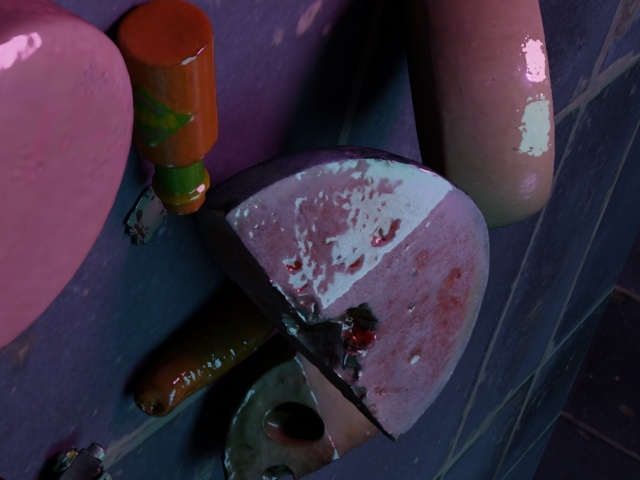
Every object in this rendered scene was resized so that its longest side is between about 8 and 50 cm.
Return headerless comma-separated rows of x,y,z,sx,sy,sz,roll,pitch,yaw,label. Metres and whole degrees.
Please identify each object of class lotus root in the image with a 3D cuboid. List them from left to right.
0.002,0.156,1.526,0.210,0.142,0.314,-28,179,26,lotus root

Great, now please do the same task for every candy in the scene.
-0.215,-0.032,0.800,0.255,0.094,0.255,-48,157,-28,candy

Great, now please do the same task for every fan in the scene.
-0.129,-0.034,1.127,0.083,0.004,0.056,-55,159,-15,fan

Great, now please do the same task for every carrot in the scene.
-0.103,0.101,1.297,0.186,0.060,0.060,-41,152,-36,carrot

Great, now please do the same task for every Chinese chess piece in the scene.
0.142,-0.144,1.285,0.273,0.102,0.273,172,-90,-89,Chinese chess piece

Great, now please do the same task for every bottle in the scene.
-0.106,-0.087,1.018,0.069,0.069,0.187,-48,156,-29,bottle

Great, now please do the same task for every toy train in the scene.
-0.225,0.228,1.197,0.122,0.050,0.081,-51,168,-22,toy train

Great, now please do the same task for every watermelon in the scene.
0.023,0.006,1.234,0.188,0.175,0.322,-41,141,-13,watermelon

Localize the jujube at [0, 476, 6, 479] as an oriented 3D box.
-0.269,0.256,0.989,0.155,0.155,0.230,-44,161,-36,jujube
